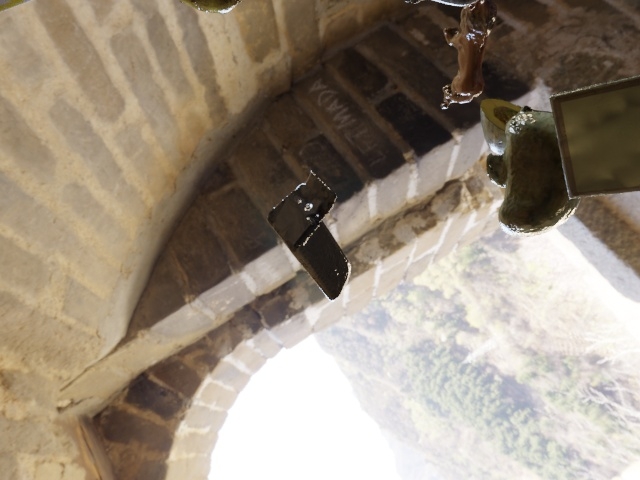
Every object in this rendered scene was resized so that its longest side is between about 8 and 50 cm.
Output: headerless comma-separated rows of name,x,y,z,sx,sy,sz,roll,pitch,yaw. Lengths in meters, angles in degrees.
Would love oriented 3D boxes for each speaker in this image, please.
speaker,0.000,0.000,1.277,0.180,0.184,0.388,50,175,38

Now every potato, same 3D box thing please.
potato,-0.351,-0.768,1.288,0.149,0.251,0.113,115,172,-50

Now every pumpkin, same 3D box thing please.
pumpkin,0.597,-0.353,1.378,0.217,0.218,0.110,56,147,34

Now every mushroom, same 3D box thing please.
mushroom,0.557,-0.167,1.112,0.130,0.248,0.344,-38,-42,-68

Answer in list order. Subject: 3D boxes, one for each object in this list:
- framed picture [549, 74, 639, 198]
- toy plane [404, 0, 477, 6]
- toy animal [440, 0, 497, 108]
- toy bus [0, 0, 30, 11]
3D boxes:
framed picture,0.494,-0.163,0.711,0.173,0.010,0.231,-3,136,36
toy plane,0.125,-0.263,0.448,0.083,0.078,0.031,13,138,19
toy animal,0.354,-0.443,1.018,0.157,0.097,0.312,-89,-7,-52
toy bus,-0.533,-0.402,0.665,0.081,0.227,0.074,55,-141,-56
